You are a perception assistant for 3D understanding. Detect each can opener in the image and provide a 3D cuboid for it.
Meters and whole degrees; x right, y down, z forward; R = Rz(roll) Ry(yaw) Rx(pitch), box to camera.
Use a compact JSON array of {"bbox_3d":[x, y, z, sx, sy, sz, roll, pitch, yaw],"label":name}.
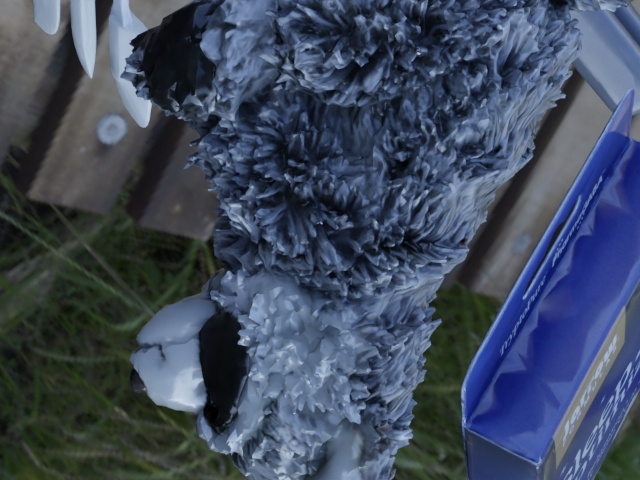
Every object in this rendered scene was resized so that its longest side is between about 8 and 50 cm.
[{"bbox_3d":[0.157,-0.200,0.891,0.280,0.093,0.074,48,39,-29],"label":"can opener"}]

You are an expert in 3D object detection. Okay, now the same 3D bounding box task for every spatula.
[{"bbox_3d":[-0.156,-0.209,0.885,0.019,0.168,0.242,-20,138,-27],"label":"spatula"}]

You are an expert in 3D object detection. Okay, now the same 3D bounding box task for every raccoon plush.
[{"bbox_3d":[0.092,-0.023,0.731,0.446,0.216,0.299,-19,93,19],"label":"raccoon plush"}]

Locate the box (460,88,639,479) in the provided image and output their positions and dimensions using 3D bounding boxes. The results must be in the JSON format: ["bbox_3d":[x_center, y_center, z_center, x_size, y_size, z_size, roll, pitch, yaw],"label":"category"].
[{"bbox_3d":[0.104,0.054,0.543,0.136,0.036,0.225,-57,157,-21],"label":"box"}]
